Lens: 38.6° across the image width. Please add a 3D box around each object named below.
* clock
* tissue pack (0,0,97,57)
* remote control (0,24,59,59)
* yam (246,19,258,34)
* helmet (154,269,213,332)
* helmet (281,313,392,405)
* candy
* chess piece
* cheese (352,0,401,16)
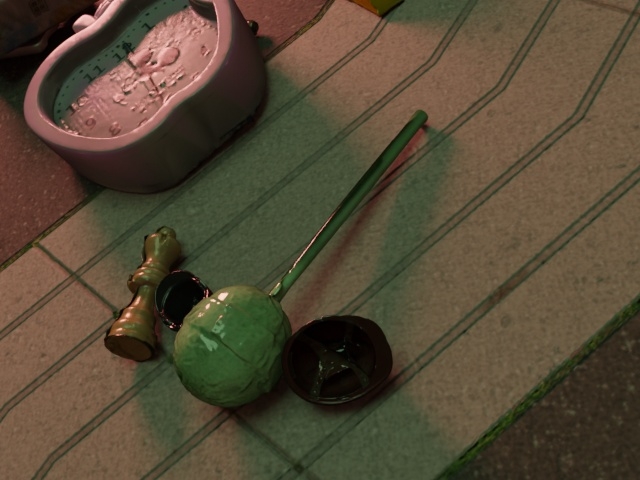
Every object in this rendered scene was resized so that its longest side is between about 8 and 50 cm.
[{"bbox_3d":[-0.243,-0.225,1.270,0.338,0.102,0.338,-13,55,19],"label":"clock"},{"bbox_3d":[-0.500,-0.421,1.483,0.229,0.145,0.159,-34,47,-17],"label":"tissue pack"},{"bbox_3d":[-0.591,-0.334,1.573,0.313,0.055,0.109,-3,47,17],"label":"remote control"},{"bbox_3d":[-0.194,-0.325,1.388,0.234,0.027,0.029,8,99,28],"label":"yam"},{"bbox_3d":[-0.147,0.076,1.045,0.065,0.049,0.084,-45,51,4],"label":"helmet"},{"bbox_3d":[0.020,0.119,0.929,0.111,0.057,0.089,-14,86,9],"label":"helmet"},{"bbox_3d":[0.000,0.000,1.010,0.119,0.119,0.440,21,59,36],"label":"candy"},{"bbox_3d":[-0.204,0.056,1.084,0.060,0.060,0.172,-6,51,21],"label":"chess piece"},{"bbox_3d":[0.063,-0.394,1.292,0.093,0.126,0.171,-36,66,-12],"label":"cheese"}]
